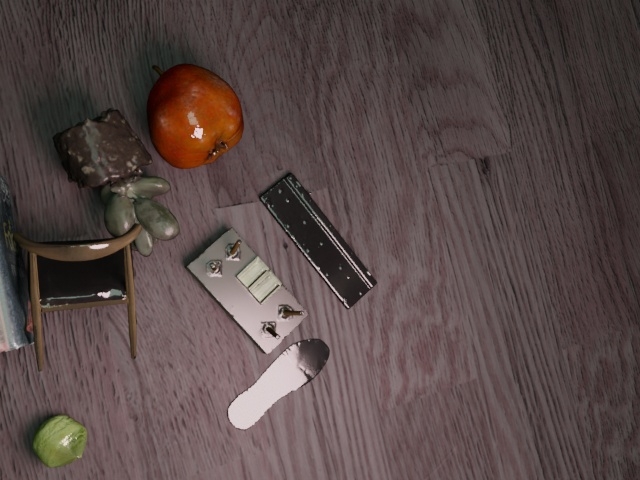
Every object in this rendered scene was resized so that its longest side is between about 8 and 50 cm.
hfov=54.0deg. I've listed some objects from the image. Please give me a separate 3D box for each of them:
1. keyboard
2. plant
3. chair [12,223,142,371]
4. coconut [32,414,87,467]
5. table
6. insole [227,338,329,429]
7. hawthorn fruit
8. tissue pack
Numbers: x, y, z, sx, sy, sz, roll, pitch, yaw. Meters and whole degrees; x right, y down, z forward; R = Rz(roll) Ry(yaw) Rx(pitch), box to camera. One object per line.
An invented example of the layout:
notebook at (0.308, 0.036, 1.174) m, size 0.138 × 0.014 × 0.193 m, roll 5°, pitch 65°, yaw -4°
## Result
keyboard at (0.000, 0.000, 1.347) m, size 0.101 × 0.018 × 0.309 m, roll -41°, pitch 97°, yaw -17°
plant at (-0.368, -0.103, 1.167) m, size 0.149 × 0.146 × 0.274 m, roll -37°, pitch 105°, yaw -28°
chair at (-0.399, 0.061, 1.057) m, size 0.188 × 0.272 × 0.166 m, roll -4°, pitch 42°, yaw -20°
coconut at (-0.458, 0.357, 1.114) m, size 0.096 × 0.088 × 0.088 m, roll 33°, pitch 72°, yaw 18°
table at (-0.136, 0.099, 1.240) m, size 0.121 × 0.111 × 0.240 m, roll -44°, pitch 99°, yaw -19°
insole at (-0.085, 0.289, 1.292) m, size 0.253 × 0.005 × 0.086 m, roll -37°, pitch 95°, yaw -20°
hawthorn fruit at (-0.257, -0.253, 1.208) m, size 0.196 × 0.196 × 0.225 m, roll -31°, pitch 79°, yaw -20°
tissue pack at (-0.555, 0.031, 1.041) m, size 0.103 × 0.228 × 0.315 m, roll -12°, pitch 87°, yaw -19°
